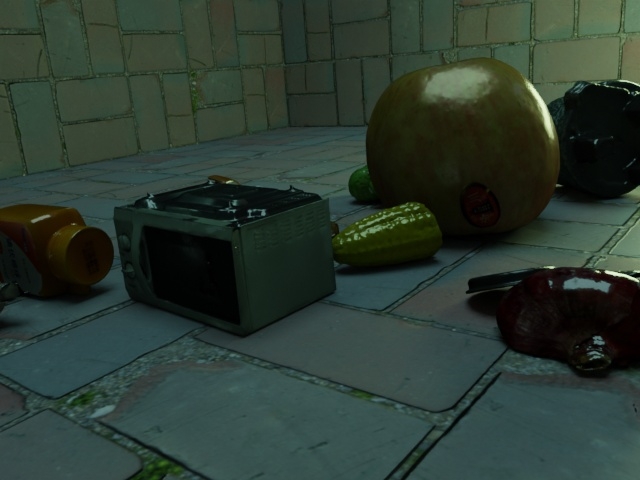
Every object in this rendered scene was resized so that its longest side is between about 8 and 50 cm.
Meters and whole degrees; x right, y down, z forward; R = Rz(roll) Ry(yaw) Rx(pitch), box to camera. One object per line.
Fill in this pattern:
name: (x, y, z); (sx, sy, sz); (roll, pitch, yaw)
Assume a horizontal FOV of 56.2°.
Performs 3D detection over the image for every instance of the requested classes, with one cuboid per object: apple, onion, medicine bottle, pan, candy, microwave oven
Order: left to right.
medicine bottle: (-0.484, 0.017, 1.070); (0.222, 0.149, 0.112); (5, 19, 30)
microwave oven: (-0.156, 0.006, 0.968); (0.295, 0.181, 0.237); (9, 22, 40)
candy: (0.111, -0.002, 1.072); (0.199, 0.106, 0.094); (-14, 1, -14)
apple: (0.287, -0.191, 1.248); (0.392, 0.346, 0.391); (-7, 10, 1)
pan: (0.316, 0.050, 0.837); (0.235, 0.028, 0.136); (-10, -6, 37)
onion: (0.314, 0.083, 0.715); (0.206, 0.098, 0.151); (2, 16, 20)

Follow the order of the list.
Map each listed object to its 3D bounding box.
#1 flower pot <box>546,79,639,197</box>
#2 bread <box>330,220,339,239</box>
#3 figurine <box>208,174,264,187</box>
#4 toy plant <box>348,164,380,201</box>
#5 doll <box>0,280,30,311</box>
flower pot: (0.671, -0.255, 1.462); (0.299, 0.299, 0.283); (-7, 11, -11)
bread: (0.000, 0.000, 1.178); (0.085, 0.053, 0.085); (-4, 28, 2)
figurine: (-0.191, -0.069, 1.327); (0.271, 0.143, 0.143); (9, 21, 44)
toy plant: (0.228, -0.172, 1.582); (0.316, 0.184, 0.224); (-18, 9, 10)
doll: (-0.565, 0.091, 0.938); (0.192, 0.095, 0.149); (7, 17, 42)
